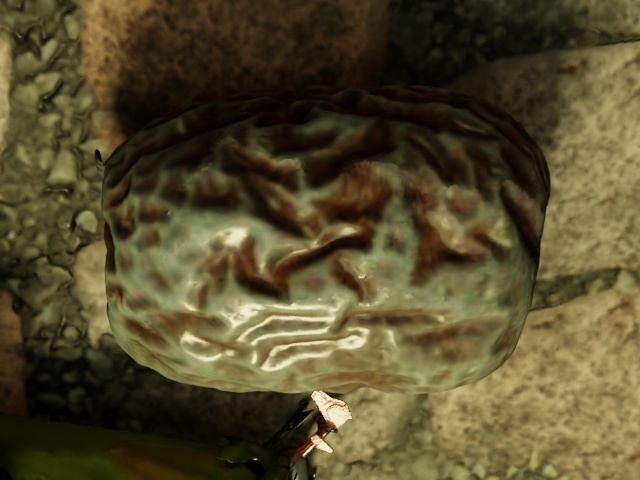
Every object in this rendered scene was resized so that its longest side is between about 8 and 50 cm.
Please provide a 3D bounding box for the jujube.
[{"bbox_3d":[0.000,0.000,1.353,0.317,0.226,0.226,1,113,1],"label":"jujube"}]

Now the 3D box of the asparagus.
[{"bbox_3d":[-0.212,0.189,1.461,0.382,0.108,0.128,8,106,3],"label":"asparagus"}]

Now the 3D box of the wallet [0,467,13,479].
[{"bbox_3d":[-0.330,0.307,1.422,0.191,0.046,0.379,-12,140,-30],"label":"wallet"}]

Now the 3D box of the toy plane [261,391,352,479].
[{"bbox_3d":[-0.026,0.174,1.514,0.060,0.037,0.145,40,109,-8],"label":"toy plane"}]
